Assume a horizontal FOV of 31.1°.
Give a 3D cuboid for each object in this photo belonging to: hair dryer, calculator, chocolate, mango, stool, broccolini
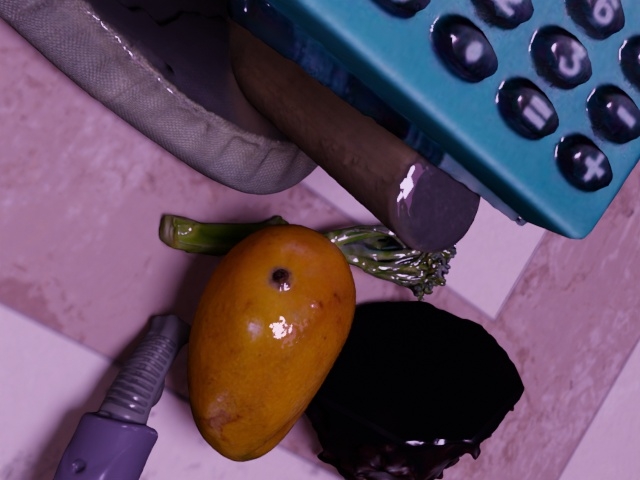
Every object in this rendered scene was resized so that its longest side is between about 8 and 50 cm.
[{"bbox_3d":[-0.128,0.225,0.717,0.301,0.121,0.361,35,68,-62],"label":"hair dryer"},{"bbox_3d":[0.112,-0.156,0.526,0.248,0.058,0.274,35,86,-35],"label":"calculator"},{"bbox_3d":[0.057,0.134,0.818,0.156,0.156,0.133,-19,131,-28],"label":"chocolate"},{"bbox_3d":[-0.037,0.067,0.718,0.165,0.089,0.115,-63,166,14],"label":"mango"},{"bbox_3d":[0.002,-0.185,0.617,0.310,0.226,0.310,38,84,-37],"label":"stool"},{"bbox_3d":[0.000,0.002,0.775,0.216,0.058,0.067,6,104,-34],"label":"broccolini"}]
